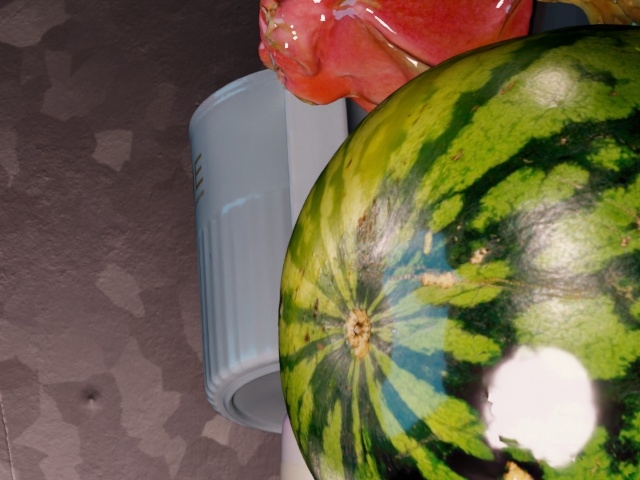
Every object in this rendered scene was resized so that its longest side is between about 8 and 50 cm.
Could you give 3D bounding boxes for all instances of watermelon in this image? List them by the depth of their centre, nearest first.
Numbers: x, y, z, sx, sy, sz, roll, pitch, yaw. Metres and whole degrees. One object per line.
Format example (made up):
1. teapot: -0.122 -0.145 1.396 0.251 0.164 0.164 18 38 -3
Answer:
1. watermelon: 0.119 0.038 0.843 0.285 0.285 0.285 -178 90 -82

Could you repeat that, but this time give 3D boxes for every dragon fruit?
1. dragon fruit: 0.058 -0.243 1.590 0.305 0.226 0.305 -178 90 -85

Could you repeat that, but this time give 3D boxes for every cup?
1. cup: 0.017 0.004 1.813 0.331 0.257 0.311 -40 47 51

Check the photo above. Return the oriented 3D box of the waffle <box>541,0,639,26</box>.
1. waffle: 0.157 -0.160 0.913 0.058 0.238 0.243 -49 -9 -8

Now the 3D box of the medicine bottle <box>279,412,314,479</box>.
1. medicine bottle: 0.074 0.215 1.371 0.213 0.214 0.378 150 123 -81
